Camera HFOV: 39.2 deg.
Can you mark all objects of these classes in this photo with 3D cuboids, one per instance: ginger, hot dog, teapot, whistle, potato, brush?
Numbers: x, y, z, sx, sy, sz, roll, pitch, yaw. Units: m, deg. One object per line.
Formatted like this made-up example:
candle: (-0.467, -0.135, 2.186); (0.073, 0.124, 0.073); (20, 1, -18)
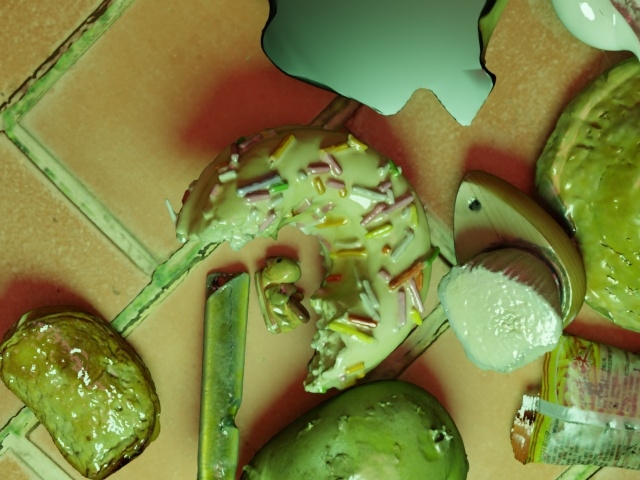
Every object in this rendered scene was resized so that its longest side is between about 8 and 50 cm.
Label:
ginger: (0.111, -0.349, 1.220); (0.413, 0.211, 0.359); (-1, 112, 7)
hot dog: (-0.348, 0.208, 1.299); (0.175, 0.114, 0.259); (-35, 96, 7)
teapot: (0.410, -0.376, 1.224); (0.204, 0.139, 0.298); (-18, 105, -10)
whistle: (-0.143, 0.204, 1.290); (0.067, 0.057, 0.327); (-1, 76, 13)
potato: (0.029, 0.344, 1.267); (0.359, 0.219, 0.270); (-28, 143, 8)
brush: (0.247, 0.033, 1.252); (0.174, 0.166, 0.267); (-29, 88, 37)

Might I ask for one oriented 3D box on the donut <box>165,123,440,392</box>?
donut: (0.010, 0.002, 1.229); (0.307, 0.150, 0.371); (-43, 101, -22)

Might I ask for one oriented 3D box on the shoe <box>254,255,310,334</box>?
shoe: (-0.053, 0.080, 1.315); (0.069, 0.072, 0.109); (-12, 61, 17)

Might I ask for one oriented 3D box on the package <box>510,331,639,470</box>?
package: (0.439, 0.243, 1.343); (0.288, 0.108, 0.223); (5, 95, -2)

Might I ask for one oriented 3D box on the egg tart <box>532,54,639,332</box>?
egg tart: (0.530, -0.060, 1.266); (0.443, 0.178, 0.443); (0, 97, -1)
